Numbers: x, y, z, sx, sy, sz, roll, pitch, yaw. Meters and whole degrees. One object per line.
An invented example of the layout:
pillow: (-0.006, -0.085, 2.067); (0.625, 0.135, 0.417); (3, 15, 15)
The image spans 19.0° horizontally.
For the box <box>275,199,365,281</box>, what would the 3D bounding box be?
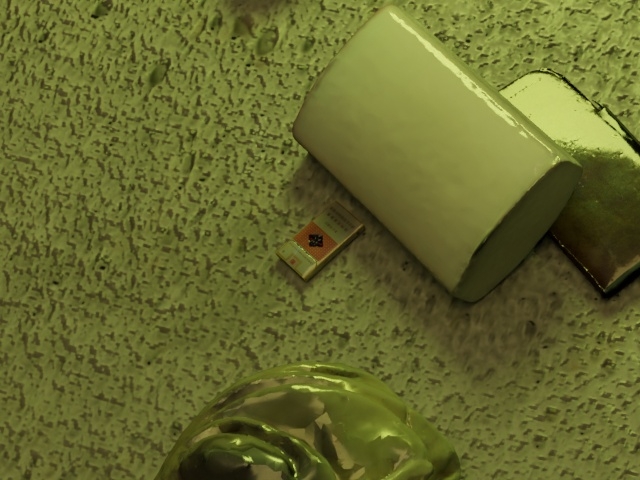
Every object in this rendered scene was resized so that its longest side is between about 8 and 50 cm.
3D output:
box: (0.000, 0.000, 1.927); (0.083, 0.012, 0.046); (-41, 61, -12)

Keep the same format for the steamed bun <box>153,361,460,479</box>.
steamed bun: (-0.035, 0.227, 1.694); (0.268, 0.207, 0.280); (13, 63, 21)

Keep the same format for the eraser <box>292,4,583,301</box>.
eraser: (0.110, -0.088, 1.888); (0.270, 0.095, 0.174); (45, 104, 30)

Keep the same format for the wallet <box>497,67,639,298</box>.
wallet: (0.256, -0.067, 1.889); (0.137, 0.031, 0.255); (-35, 59, -7)
